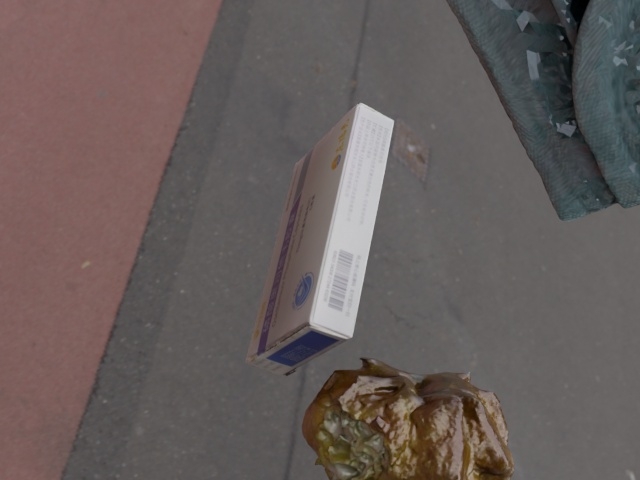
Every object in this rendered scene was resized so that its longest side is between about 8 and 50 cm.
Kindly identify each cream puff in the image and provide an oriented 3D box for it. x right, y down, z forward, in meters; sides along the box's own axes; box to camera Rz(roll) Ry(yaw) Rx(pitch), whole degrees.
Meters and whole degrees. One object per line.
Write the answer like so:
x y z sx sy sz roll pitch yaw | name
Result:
0.103 0.235 1.062 0.241 0.268 0.155 -6 104 -71 | cream puff

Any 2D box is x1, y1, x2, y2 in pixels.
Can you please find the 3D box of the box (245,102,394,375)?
0.000 0.000 1.215 0.065 0.200 0.344 24 59 -19 | box

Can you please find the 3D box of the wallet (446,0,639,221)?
0.215 -0.153 0.372 0.237 0.342 0.075 56 29 -21 | wallet
